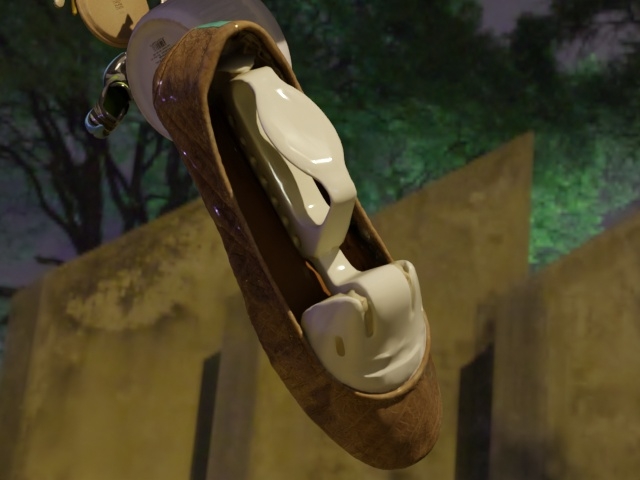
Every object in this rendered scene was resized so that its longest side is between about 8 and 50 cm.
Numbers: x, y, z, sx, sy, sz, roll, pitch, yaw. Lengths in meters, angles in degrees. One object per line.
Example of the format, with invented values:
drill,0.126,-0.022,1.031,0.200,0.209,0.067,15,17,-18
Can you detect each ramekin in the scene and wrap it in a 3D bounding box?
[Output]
ramekin,-0.148,-0.213,1.365,0.207,0.207,0.109,-10,17,43

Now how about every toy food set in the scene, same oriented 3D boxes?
toy food set,-0.300,-0.336,1.558,0.192,0.132,0.038,26,-30,-37

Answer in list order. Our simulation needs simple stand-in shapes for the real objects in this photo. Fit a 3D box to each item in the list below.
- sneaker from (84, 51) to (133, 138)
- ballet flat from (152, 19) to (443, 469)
sneaker,-0.348,-0.257,1.892,0.067,0.188,0.078,38,-44,-26
ballet flat,0.000,0.000,0.731,0.116,0.342,0.124,-25,-1,-27
